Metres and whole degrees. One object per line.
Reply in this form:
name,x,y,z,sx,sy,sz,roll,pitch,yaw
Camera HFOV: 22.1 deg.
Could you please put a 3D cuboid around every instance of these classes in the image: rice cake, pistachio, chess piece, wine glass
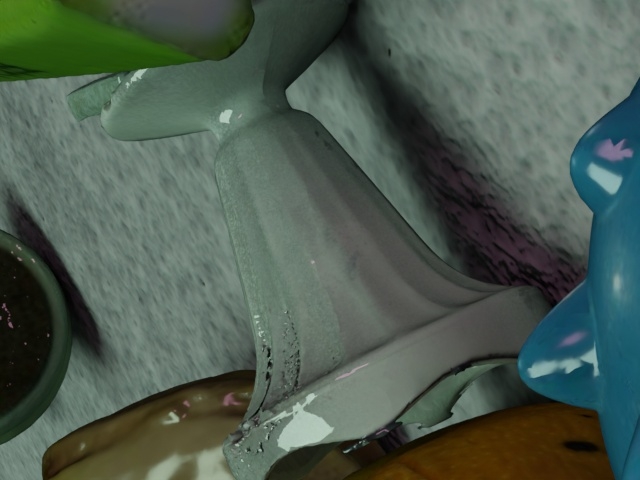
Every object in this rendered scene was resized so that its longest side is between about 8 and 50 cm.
rice cake,-0.137,-0.094,1.051,0.022,0.021,0.121,61,158,-11
pistachio,-0.047,0.168,1.014,0.213,0.163,0.260,30,147,-29
chess piece,-0.316,0.107,1.441,0.194,0.195,0.299,57,165,8
wine glass,0.000,0.000,0.743,0.196,0.165,0.165,65,156,12

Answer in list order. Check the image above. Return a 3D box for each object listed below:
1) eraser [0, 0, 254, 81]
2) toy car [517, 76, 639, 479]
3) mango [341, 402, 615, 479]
eraser,-0.106,-0.175,0.717,0.274,0.092,0.210,10,88,60
toy car,0.156,0.046,0.435,0.188,0.190,0.255,21,136,54
mango,0.081,0.138,0.660,0.359,0.187,0.144,-37,-62,-88
